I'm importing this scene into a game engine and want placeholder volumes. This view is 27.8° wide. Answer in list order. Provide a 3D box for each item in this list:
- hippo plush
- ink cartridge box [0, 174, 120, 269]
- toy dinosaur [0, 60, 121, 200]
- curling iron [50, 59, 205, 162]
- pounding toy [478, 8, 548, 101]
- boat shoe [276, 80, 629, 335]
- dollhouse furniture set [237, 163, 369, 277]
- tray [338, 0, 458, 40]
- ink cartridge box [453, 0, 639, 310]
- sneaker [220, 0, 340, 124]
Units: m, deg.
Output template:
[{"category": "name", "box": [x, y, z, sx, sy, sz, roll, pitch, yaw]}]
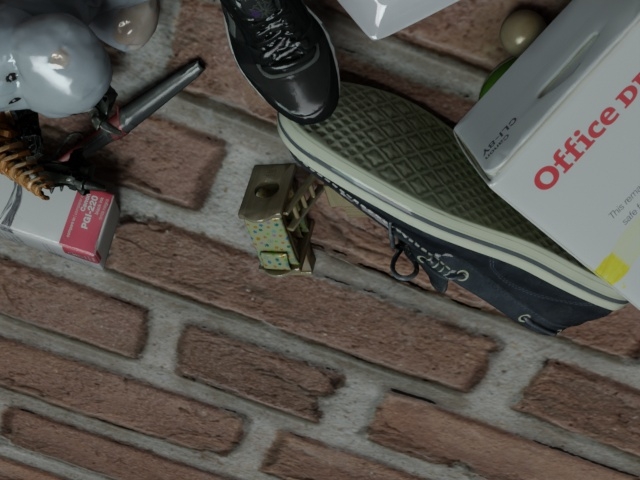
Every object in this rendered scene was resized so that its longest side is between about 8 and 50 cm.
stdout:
[{"category": "hippo plush", "box": [-0.312, -0.260, 1.384, 0.294, 0.237, 0.234, 11, 139, 5]}, {"category": "ink cartridge box", "box": [-0.383, -0.042, 1.709, 0.217, 0.092, 0.158, 16, 171, -3]}, {"category": "toy dinosaur", "box": [-0.363, -0.127, 1.519, 0.218, 0.322, 0.164, 7, 137, -31]}, {"category": "curling iron", "box": [-0.247, -0.157, 1.620, 0.274, 0.068, 0.035, -30, 120, 33]}, {"category": "pounding toy", "box": [0.265, -0.132, 1.446, 0.182, 0.110, 0.237, 11, 139, 5]}, {"category": "boat shoe", "box": [0.152, -0.024, 1.548, 0.500, 0.187, 0.156, 27, 132, -20]}, {"category": "dollhouse furniture set", "box": [0.000, 0.000, 1.676, 0.160, 0.101, 0.182, -1, 136, 18]}, {"category": "tray", "box": [0.120, -0.316, 1.349, 0.270, 0.030, 0.145, -22, 127, 35]}, {"category": "ink cartridge box", "box": [0.375, -0.081, 1.352, 0.384, 0.160, 0.279, 37, 103, -23]}, {"category": "sneaker", "box": [-0.065, -0.239, 1.345, 0.107, 0.124, 0.283, -22, 108, 9]}]
